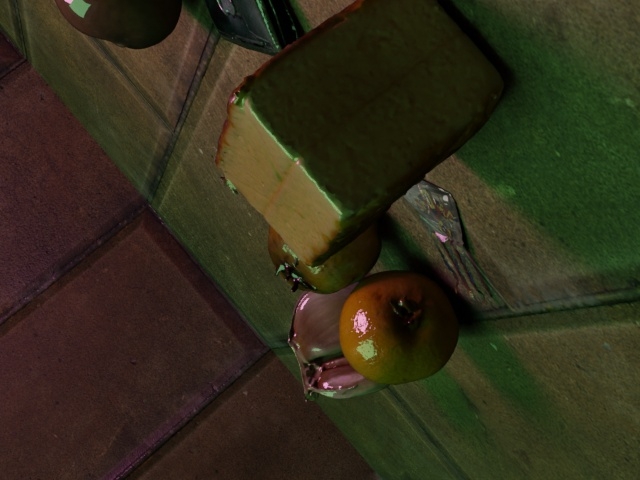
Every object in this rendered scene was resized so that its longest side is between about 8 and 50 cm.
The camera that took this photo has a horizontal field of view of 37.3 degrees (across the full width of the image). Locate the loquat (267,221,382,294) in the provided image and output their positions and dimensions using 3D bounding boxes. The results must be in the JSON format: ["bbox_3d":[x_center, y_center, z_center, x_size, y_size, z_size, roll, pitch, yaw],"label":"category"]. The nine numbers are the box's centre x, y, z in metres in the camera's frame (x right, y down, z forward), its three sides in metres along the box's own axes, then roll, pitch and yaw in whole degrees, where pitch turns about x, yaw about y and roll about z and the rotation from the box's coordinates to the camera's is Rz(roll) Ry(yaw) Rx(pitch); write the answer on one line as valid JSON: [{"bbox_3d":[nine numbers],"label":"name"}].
[{"bbox_3d":[-0.003,-0.001,1.664,0.213,0.213,0.213,44,164,17],"label":"loquat"}]

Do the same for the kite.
[{"bbox_3d":[0.195,-0.001,1.472,0.141,0.015,0.245,27,150,56],"label":"kite"}]

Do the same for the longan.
[{"bbox_3d":[-0.336,-0.426,1.594,0.220,0.197,0.196,19,177,-25],"label":"longan"}]

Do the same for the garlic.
[{"bbox_3d":[0.059,0.199,1.945,0.210,0.292,0.237,53,-169,-45],"label":"garlic"}]

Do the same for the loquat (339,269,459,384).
[{"bbox_3d":[0.135,0.150,1.643,0.208,0.208,0.208,44,164,17],"label":"loquat"}]

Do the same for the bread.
[{"bbox_3d":[0.040,-0.134,1.124,0.207,0.279,0.279,51,161,3],"label":"bread"}]

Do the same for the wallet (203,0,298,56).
[{"bbox_3d":[-0.127,-0.364,1.439,0.236,0.055,0.160,28,147,54],"label":"wallet"}]
